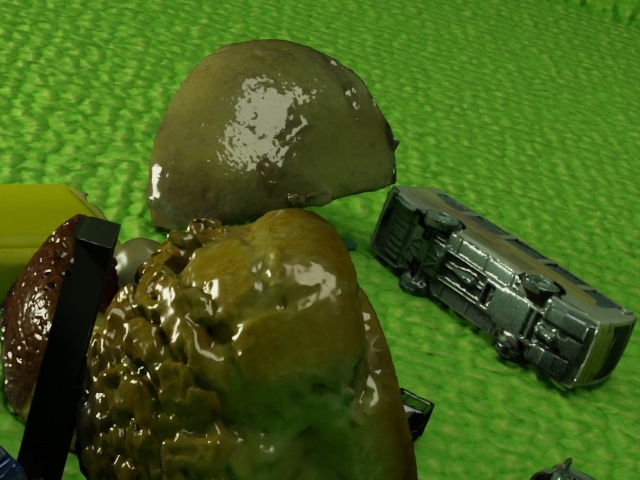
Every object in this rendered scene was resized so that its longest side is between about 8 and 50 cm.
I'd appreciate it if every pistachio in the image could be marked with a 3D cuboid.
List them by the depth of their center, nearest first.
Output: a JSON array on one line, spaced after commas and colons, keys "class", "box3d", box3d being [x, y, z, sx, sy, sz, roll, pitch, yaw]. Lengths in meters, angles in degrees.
[{"class": "pistachio", "box3d": [-0.151, 0.062, 1.741, 0.149, 0.113, 0.113, 37, 28, 22]}]

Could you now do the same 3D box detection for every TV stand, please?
[{"class": "TV stand", "box3d": [-0.204, 0.104, 1.412, 0.040, 0.256, 0.049, 16, 24, -3]}]

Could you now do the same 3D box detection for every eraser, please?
[{"class": "eraser", "box3d": [-0.319, 0.002, 1.799, 0.226, 0.069, 0.158, -2, 28, -38]}]

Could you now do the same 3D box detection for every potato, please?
[{"class": "potato", "box3d": [-0.064, -0.130, 2.059, 0.211, 0.189, 0.264, 0, 12, 31]}]

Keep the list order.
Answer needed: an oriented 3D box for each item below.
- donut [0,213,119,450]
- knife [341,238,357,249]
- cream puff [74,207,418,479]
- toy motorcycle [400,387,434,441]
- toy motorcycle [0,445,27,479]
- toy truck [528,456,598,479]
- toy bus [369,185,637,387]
[{"class": "donut", "box3d": [-0.210, 0.087, 1.602, 0.151, 0.112, 0.295, -13, 45, -40]}, {"class": "knife", "box3d": [0.000, 0.000, 2.114, 0.096, 0.010, 0.027, 9, 24, -26]}, {"class": "cream puff", "box3d": [-0.066, 0.147, 1.335, 0.231, 0.343, 0.327, -10, 52, -10]}, {"class": "toy motorcycle", "box3d": [0.017, 0.149, 1.736, 0.173, 0.058, 0.100, 26, 17, 13]}, {"class": "toy motorcycle", "box3d": [-0.296, 0.126, 1.373, 0.114, 0.205, 0.076, 3, 33, 42]}, {"class": "toy truck", "box3d": [0.293, 0.290, 1.572, 0.256, 0.108, 0.140, 27, 11, 15]}, {"class": "toy bus", "box3d": [0.205, 0.050, 2.053, 0.342, 0.097, 0.138, 34, 21, 36]}]
